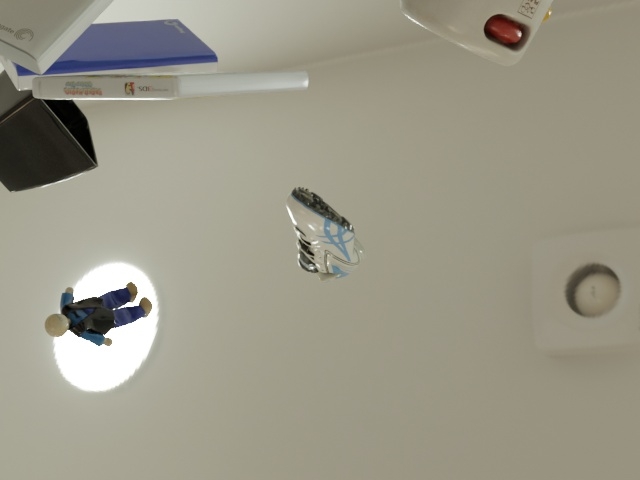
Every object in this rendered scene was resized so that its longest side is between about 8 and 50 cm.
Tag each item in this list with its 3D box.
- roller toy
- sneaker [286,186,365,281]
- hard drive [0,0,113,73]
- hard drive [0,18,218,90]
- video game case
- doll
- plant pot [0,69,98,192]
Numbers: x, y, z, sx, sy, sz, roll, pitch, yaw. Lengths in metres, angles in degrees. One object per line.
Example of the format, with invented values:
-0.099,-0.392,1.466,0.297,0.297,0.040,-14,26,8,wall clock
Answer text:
0.224,-0.344,1.453,0.209,0.191,0.146,28,-73,0,roller toy
0.000,0.000,1.400,0.086,0.237,0.085,-46,-115,-4,sneaker
-0.408,-0.426,1.601,0.233,0.047,0.353,27,-117,17,hard drive
-0.354,-0.308,1.703,0.210,0.319,0.040,47,-42,51,hard drive
-0.160,-0.171,1.143,0.206,0.227,0.026,5,-79,33,video game case
-0.363,0.116,1.662,0.129,0.189,0.046,44,-56,19,doll
-0.532,-0.200,1.882,0.167,0.188,0.187,-30,-140,3,plant pot
